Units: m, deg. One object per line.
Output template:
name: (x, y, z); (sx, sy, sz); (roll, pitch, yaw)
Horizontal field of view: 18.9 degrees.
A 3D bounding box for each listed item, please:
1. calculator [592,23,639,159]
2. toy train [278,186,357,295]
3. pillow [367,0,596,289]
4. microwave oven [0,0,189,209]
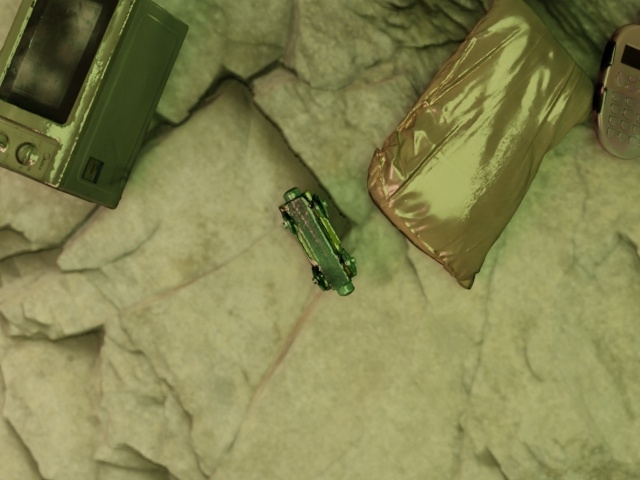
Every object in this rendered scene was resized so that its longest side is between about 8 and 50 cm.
calculator: (0.328, -0.166, 1.989); (0.103, 0.024, 0.165); (17, 87, -34)
toy train: (0.000, 0.000, 1.948); (0.050, 0.081, 0.122); (-28, 93, 4)
pillow: (0.171, -0.104, 1.971); (0.173, 0.067, 0.270); (39, 87, -12)
microwave oven: (-0.242, -0.153, 1.876); (0.129, 0.163, 0.205); (22, 88, 17)
